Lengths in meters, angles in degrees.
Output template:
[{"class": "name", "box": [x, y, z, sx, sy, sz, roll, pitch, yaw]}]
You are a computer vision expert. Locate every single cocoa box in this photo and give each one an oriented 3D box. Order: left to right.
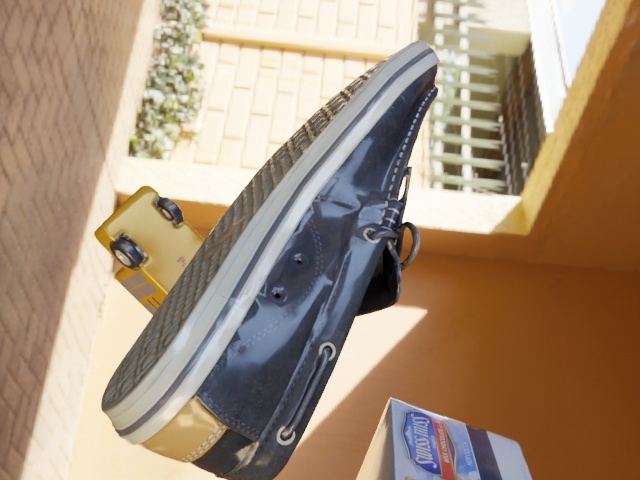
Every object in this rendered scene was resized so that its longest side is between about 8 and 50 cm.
[{"class": "cocoa box", "box": [0.164, 0.421, 1.114, 0.347, 0.227, 0.232, -74, -176, -76]}]

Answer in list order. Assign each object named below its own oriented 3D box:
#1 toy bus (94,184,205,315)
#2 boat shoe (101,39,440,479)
[{"class": "toy bus", "box": [-0.191, 0.078, 1.181, 0.108, 0.333, 0.130, -50, -166, -31]}, {"class": "boat shoe", "box": [0.000, 0.000, 0.735, 0.186, 0.156, 0.500, -29, -156, 53]}]
